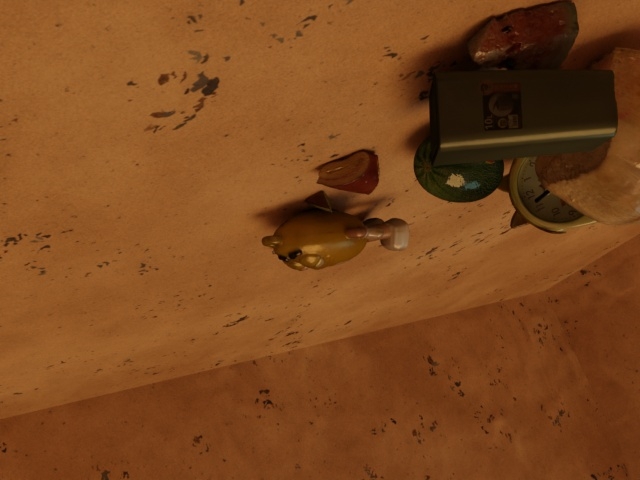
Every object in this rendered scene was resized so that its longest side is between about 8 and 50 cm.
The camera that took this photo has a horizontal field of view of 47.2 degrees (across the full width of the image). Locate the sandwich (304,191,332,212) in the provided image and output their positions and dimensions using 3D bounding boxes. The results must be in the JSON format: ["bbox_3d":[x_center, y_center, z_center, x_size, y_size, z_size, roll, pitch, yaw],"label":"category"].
[{"bbox_3d":[0.001,-0.103,1.865,0.083,0.044,0.031,18,174,28],"label":"sandwich"}]

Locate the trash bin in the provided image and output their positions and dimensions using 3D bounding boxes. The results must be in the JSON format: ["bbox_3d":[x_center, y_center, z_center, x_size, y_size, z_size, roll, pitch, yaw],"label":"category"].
[{"bbox_3d":[0.396,-0.256,1.484,0.343,0.158,0.223,-4,176,6],"label":"trash bin"}]

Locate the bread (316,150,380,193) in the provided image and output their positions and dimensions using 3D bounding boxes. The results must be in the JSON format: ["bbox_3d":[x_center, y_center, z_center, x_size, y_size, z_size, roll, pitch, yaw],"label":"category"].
[{"bbox_3d":[0.089,-0.158,1.759,0.192,0.067,0.119,2,151,-48],"label":"bread"}]

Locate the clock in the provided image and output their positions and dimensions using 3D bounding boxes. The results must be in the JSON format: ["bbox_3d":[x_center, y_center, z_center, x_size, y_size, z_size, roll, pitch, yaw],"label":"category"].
[{"bbox_3d":[0.671,-0.165,2.042,0.348,0.286,0.117,-22,176,19],"label":"clock"}]

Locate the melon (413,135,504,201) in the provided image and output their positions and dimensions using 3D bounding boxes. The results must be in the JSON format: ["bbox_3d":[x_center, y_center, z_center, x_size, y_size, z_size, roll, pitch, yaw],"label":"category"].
[{"bbox_3d":[0.347,-0.181,1.798,0.287,0.182,0.182,5,148,-47],"label":"melon"}]

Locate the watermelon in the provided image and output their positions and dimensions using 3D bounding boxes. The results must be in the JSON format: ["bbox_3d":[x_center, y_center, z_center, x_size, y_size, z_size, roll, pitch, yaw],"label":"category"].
[{"bbox_3d":[0.395,-0.394,1.447,0.241,0.094,0.154,-8,151,-24],"label":"watermelon"}]

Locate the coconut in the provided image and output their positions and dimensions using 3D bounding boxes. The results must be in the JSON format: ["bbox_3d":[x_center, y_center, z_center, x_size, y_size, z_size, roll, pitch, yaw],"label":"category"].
[{"bbox_3d":[0.737,-0.216,1.724,0.404,0.405,0.404,-19,161,-7],"label":"coconut"}]

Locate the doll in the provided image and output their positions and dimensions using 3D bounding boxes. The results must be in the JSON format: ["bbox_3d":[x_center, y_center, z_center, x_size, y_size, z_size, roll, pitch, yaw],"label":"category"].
[{"bbox_3d":[0.037,-0.006,2.003,0.423,0.161,0.348,-9,175,-11],"label":"doll"}]
